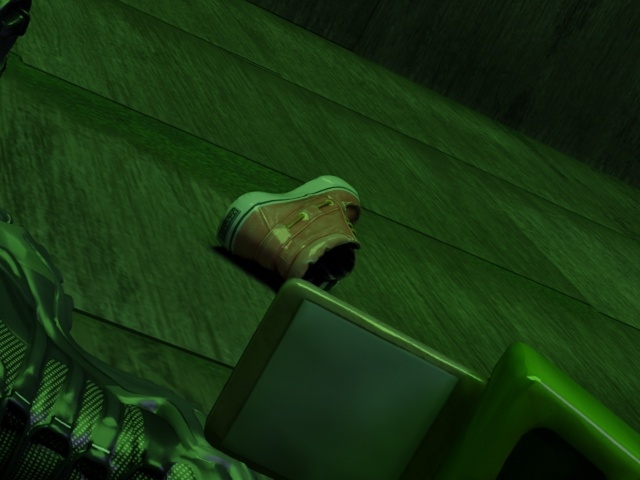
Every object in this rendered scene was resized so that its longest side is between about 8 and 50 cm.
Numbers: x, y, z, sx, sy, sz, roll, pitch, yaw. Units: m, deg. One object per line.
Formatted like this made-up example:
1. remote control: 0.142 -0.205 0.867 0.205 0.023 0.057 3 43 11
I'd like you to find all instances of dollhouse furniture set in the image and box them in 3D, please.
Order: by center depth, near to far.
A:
1. dollhouse furniture set: -0.008 0.136 0.333 0.151 0.197 0.301 29 14 -6

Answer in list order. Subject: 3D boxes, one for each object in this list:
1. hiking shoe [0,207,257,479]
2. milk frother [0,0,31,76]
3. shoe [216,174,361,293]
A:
1. hiking shoe: -0.114 0.082 0.553 0.227 0.086 0.114 43 28 20
2. milk frother: -0.256 -0.124 0.875 0.135 0.143 0.129 27 21 -15
3. shoe: 0.000 0.000 1.107 0.081 0.063 0.178 36 21 22
